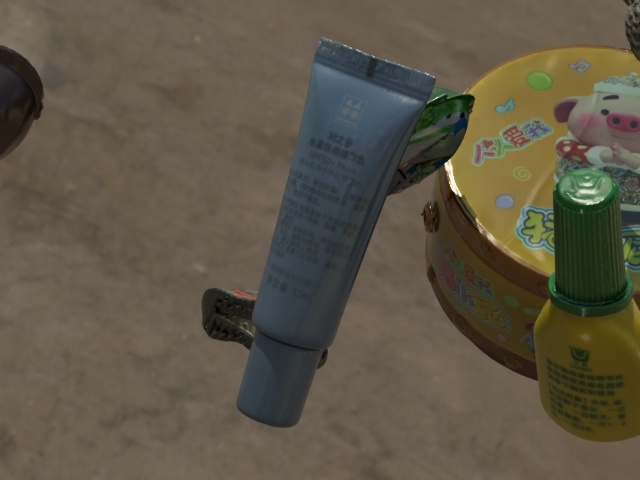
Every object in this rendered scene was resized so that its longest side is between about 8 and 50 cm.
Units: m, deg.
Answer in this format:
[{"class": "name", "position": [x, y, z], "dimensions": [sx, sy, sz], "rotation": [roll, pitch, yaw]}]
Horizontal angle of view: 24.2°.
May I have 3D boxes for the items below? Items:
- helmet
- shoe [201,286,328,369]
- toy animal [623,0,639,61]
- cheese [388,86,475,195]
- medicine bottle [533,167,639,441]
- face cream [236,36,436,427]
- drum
[{"class": "helmet", "position": [-0.297, -0.111, 1.298], "dimensions": [0.098, 0.123, 0.070], "rotation": [25, 59, -16]}, {"class": "shoe", "position": [-0.048, 0.094, 1.641], "dimensions": [0.077, 0.074, 0.194], "rotation": [-4, 16, -42]}, {"class": "toy animal", "position": [0.372, -0.243, 1.620], "dimensions": [0.098, 0.098, 0.137], "rotation": [-8, 60, -54]}, {"class": "cheese", "position": [0.083, -0.096, 1.722], "dimensions": [0.204, 0.320, 0.083], "rotation": [-28, 79, -14]}, {"class": "medicine bottle", "position": [0.240, 0.065, 1.318], "dimensions": [0.111, 0.309, 0.076], "rotation": [8, 48, 21]}, {"class": "face cream", "position": [0.000, 0.000, 1.495], "dimensions": [0.135, 0.385, 0.086], "rotation": [23, 13, 27]}, {"class": "drum", "position": [0.341, -0.034, 1.893], "dimensions": [0.431, 0.214, 0.431], "rotation": [2, 52, -2]}]
